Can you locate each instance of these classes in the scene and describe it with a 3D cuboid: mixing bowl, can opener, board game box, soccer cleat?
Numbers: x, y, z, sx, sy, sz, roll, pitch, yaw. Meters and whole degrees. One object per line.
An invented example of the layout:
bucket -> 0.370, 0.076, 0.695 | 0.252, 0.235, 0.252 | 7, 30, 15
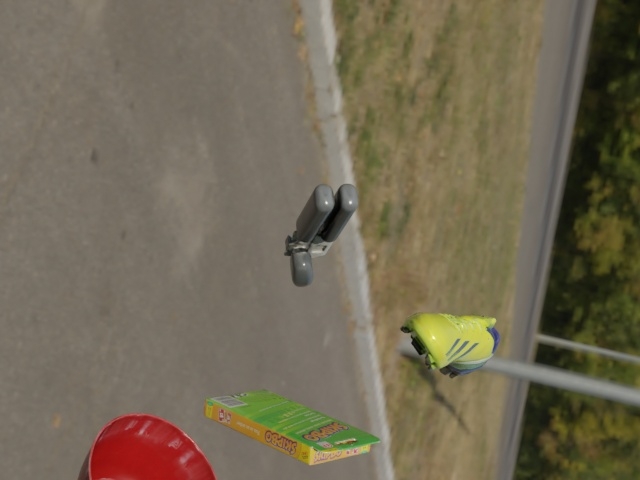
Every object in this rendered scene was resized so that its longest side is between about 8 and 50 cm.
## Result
mixing bowl -> -0.213, 0.300, 1.301 | 0.098, 0.181, 0.181 | -39, -170, 33
can opener -> 0.000, 0.000, 1.807 | 0.283, 0.076, 0.095 | 123, -36, -68
board game box -> -0.044, 0.275, 1.674 | 0.124, 0.259, 0.039 | -2, 100, -45
soccer cleat -> 0.206, 0.142, 1.727 | 0.121, 0.093, 0.289 | -36, 159, 9
